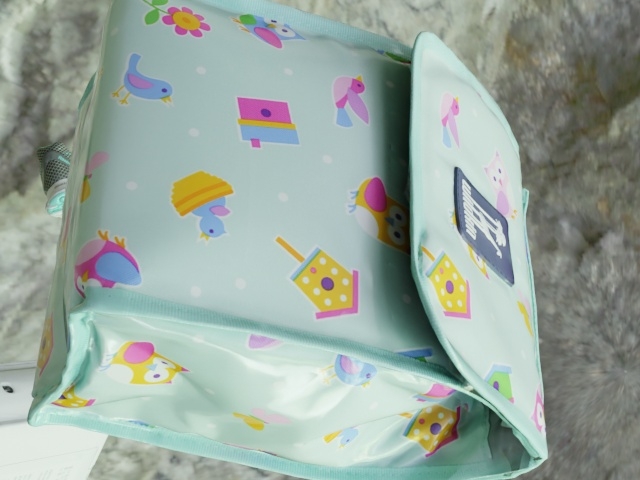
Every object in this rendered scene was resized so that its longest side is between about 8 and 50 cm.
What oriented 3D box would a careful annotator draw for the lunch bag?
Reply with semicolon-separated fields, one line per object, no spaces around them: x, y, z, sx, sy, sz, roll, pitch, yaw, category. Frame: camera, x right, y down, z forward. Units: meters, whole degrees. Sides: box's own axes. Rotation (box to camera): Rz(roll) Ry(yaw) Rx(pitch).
0.000;0.000;0.598;0.262;0.160;0.223;13;-128;-16;lunch bag

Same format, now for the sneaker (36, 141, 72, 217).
-0.257;-0.058;1.194;0.065;0.166;0.076;-22;-99;-7;sneaker

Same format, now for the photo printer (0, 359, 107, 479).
-0.363;0.237;1.067;0.107;0.307;0.256;38;-71;27;photo printer
